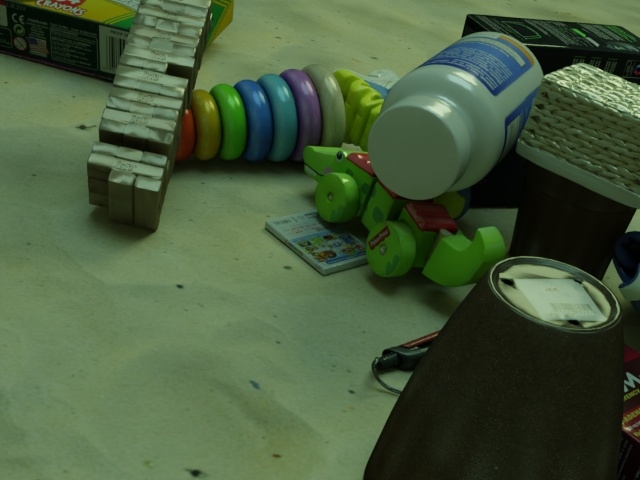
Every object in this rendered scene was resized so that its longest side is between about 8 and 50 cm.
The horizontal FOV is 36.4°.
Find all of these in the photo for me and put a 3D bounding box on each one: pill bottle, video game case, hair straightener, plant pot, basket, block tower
[{"bbox_3d":[0.162,-0.148,1.169,0.152,0.152,0.272,23,33,20],"label":"pill bottle"},{"bbox_3d":[0.000,0.000,1.213,0.087,0.011,0.122,-14,38,-38],"label":"video game case"},{"bbox_3d":[0.153,0.117,1.026,0.230,0.047,0.089,-10,36,-33],"label":"hair straightener"},{"bbox_3d":[0.319,-0.038,1.232,0.167,0.165,0.167,9,30,-5],"label":"plant pot"},{"bbox_3d":[0.329,-0.125,1.114,0.167,0.103,0.113,31,36,30],"label":"basket"},{"bbox_3d":[0.163,0.138,0.809,0.215,0.230,0.215,9,30,-5],"label":"plant pot"},{"bbox_3d":[-0.209,-0.184,1.220,0.091,0.097,0.335,12,58,-5],"label":"block tower"}]

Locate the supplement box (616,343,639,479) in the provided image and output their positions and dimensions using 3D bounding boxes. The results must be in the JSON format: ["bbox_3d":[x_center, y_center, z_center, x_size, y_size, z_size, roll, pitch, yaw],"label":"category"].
[{"bbox_3d":[0.322,0.192,0.929,0.130,0.073,0.239,-16,38,-38],"label":"supplement box"}]

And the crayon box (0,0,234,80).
[{"bbox_3d":[-0.366,-0.399,1.646,0.363,0.106,0.313,15,38,9],"label":"crayon box"}]

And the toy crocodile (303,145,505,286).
[{"bbox_3d":[0.090,-0.041,1.204,0.115,0.105,0.340,2,29,-35],"label":"toy crocodile"}]

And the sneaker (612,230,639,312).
[{"bbox_3d":[0.423,0.017,1.181,0.131,0.112,0.296,37,24,-1],"label":"sneaker"}]

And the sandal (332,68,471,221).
[{"bbox_3d":[0.126,-0.140,1.377,0.138,0.126,0.317,0,40,-34],"label":"sandal"}]

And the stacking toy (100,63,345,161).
[{"bbox_3d":[-0.138,-0.158,1.344,0.330,0.141,0.141,-11,35,-21],"label":"stacking toy"}]

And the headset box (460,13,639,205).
[{"bbox_3d":[0.332,-0.182,1.408,0.283,0.246,0.131,0,31,-21],"label":"headset box"}]

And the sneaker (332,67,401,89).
[{"bbox_3d":[0.080,-0.214,1.538,0.232,0.090,0.115,-20,45,-41],"label":"sneaker"}]
